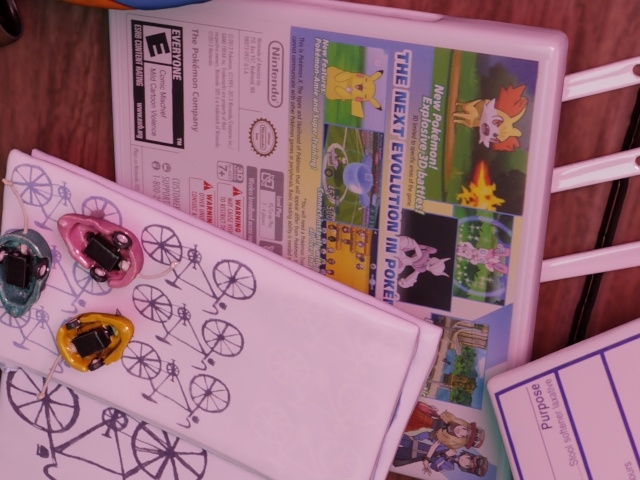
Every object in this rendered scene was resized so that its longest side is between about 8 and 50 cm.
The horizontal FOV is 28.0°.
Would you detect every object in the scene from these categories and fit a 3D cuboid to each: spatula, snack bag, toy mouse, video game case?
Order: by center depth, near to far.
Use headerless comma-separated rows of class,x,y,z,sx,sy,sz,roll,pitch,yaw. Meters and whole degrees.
spatula,0.114,-0.028,0.850,0.242,0.019,0.168,-12,107,19
toy mouse,-0.168,0.016,0.865,0.161,0.031,0.143,-27,99,29
video game case,0.000,0.000,0.867,0.299,0.036,0.329,11,117,18
snack bag,-0.108,0.134,0.933,0.323,0.037,0.343,24,121,11

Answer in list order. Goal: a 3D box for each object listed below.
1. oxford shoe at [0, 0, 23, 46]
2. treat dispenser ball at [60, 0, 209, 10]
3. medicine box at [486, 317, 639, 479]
oxford shoe,-0.234,-0.217,0.810,0.096,0.083,0.227,-3,139,0
treat dispenser ball,-0.097,-0.259,0.640,0.288,0.288,0.288,6,117,13
medicine box,0.279,0.163,0.738,0.289,0.149,0.264,-26,62,25
